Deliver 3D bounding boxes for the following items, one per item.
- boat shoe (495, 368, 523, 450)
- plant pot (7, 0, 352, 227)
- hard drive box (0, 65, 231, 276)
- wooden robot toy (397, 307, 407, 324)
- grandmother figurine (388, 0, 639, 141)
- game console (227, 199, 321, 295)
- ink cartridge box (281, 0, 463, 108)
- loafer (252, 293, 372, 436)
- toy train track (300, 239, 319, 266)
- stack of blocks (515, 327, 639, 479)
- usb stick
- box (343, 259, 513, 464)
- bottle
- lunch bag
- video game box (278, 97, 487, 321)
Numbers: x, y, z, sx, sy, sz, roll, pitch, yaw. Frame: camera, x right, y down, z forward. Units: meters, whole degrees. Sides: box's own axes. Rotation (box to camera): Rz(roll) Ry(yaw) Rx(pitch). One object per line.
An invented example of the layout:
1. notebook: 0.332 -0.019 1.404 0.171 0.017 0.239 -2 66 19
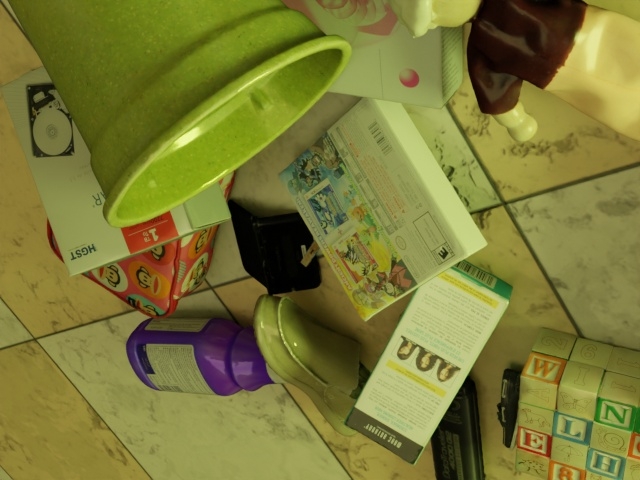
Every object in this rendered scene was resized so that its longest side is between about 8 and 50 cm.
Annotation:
1. boat shoe: 0.242 0.214 1.152 0.038 0.046 0.125 16 130 21
2. plant pot: -0.156 -0.193 0.844 0.253 0.276 0.276 53 136 3
3. hard drive box: -0.231 -0.099 1.028 0.181 0.089 0.232 -20 91 23
4. wooden robot toy: 0.124 0.170 1.162 0.079 0.076 0.173 24 114 24
5. grandmother figurine: 0.206 -0.165 0.778 0.343 0.104 0.207 27 131 -3
6. game console: -0.061 0.004 1.199 0.107 0.071 0.122 -9 126 2
7. ink cartridge box: -0.025 -0.303 0.878 0.324 0.071 0.330 13 133 25
8. loafer: 0.008 0.160 1.226 0.092 0.101 0.268 -24 126 24
9. toy train track: 0.000 0.000 1.146 0.048 0.014 0.083 40 123 10
10. stack of blocks: 0.382 0.224 1.039 0.297 0.087 0.171 14 131 24
11. usb stick: 0.188 0.288 1.251 0.077 0.045 0.277 14 132 33
12. box: 0.128 0.140 1.084 0.101 0.060 0.244 29 111 9
13. bottle: -0.156 0.172 1.342 0.283 0.092 0.118 -3 124 35
14. lunch bag: -0.259 -0.060 1.206 0.258 0.120 0.293 31 134 12
15. video game box: 0.062 -0.036 1.013 0.187 0.048 0.205 -37 80 44
